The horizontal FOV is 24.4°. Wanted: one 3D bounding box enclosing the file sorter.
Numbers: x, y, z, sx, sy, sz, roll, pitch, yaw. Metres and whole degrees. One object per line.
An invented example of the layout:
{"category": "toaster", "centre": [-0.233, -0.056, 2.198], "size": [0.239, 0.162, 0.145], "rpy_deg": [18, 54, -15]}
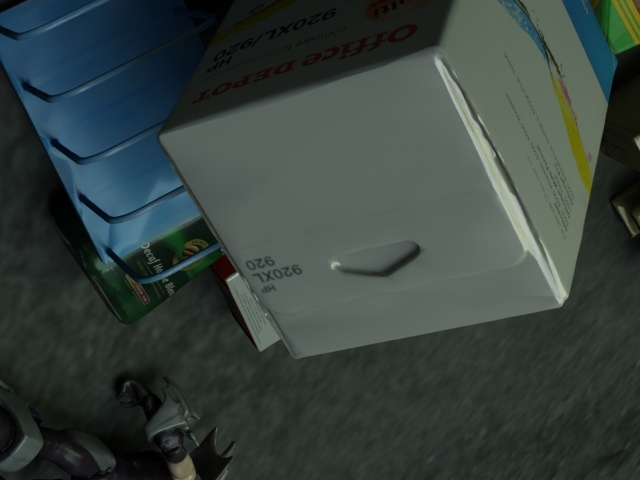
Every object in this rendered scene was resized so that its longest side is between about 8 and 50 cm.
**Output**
{"category": "file sorter", "centre": [-0.104, -0.077, 0.884], "size": [0.118, 0.104, 0.170], "rpy_deg": [-29, 110, -14]}

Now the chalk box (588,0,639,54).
{"category": "chalk box", "centre": [0.205, -0.257, 0.989], "size": [0.132, 0.132, 0.213], "rpy_deg": [-26, 138, -18]}

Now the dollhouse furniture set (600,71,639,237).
{"category": "dollhouse furniture set", "centre": [0.357, -0.047, 1.242], "size": [0.161, 0.212, 0.242], "rpy_deg": [-36, 113, -4]}

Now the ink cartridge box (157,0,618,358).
{"category": "ink cartridge box", "centre": [0.048, -0.080, 0.837], "size": [0.171, 0.233, 0.168], "rpy_deg": [-15, 123, 28]}

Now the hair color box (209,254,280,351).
{"category": "hair color box", "centre": [0.000, 0.000, 1.123], "size": [0.167, 0.053, 0.093], "rpy_deg": [-31, 138, -9]}

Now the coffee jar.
{"category": "coffee jar", "centre": [-0.084, -0.029, 1.011], "size": [0.184, 0.079, 0.096], "rpy_deg": [-34, 139, -8]}

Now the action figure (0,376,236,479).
{"category": "action figure", "centre": [-0.181, 0.177, 1.115], "size": [0.185, 0.099, 0.285], "rpy_deg": [-55, 142, 5]}
